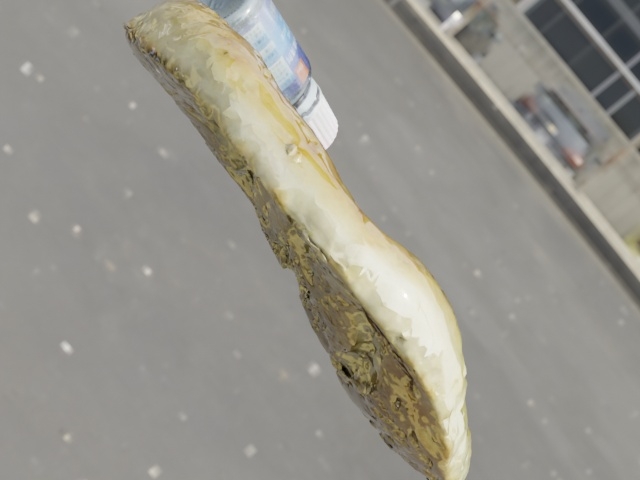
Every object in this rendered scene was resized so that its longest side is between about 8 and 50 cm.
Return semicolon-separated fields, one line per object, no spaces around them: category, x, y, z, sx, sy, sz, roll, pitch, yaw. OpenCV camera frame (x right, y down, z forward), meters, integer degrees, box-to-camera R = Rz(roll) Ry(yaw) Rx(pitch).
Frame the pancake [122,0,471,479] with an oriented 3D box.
pancake;-0.001;-0.001;1.045;0.387;0.082;0.387;57;-2;3

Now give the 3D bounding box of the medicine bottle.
medicine bottle;-0.053;-0.163;1.491;0.203;0.083;0.083;57;8;-44
